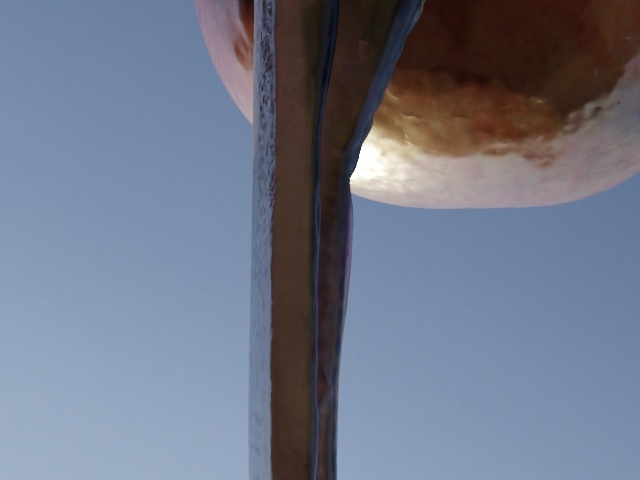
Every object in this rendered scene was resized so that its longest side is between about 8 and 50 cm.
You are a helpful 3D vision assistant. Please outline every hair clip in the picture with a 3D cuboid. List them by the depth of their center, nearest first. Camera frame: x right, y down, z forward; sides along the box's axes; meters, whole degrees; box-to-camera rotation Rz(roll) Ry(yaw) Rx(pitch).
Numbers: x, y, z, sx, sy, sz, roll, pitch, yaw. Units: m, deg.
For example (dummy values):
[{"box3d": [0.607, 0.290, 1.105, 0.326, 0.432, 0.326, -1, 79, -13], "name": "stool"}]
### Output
[{"box3d": [0.000, 0.000, 0.503, 0.110, 0.095, 0.359, -7, -108, 54], "name": "hair clip"}]

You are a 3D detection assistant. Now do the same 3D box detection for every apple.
[{"box3d": [0.089, -0.152, 0.845, 0.344, 0.345, 0.269, -8, -47, 25], "name": "apple"}]
